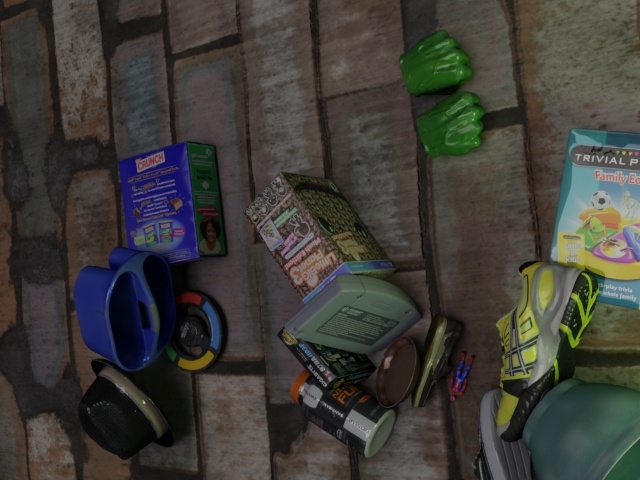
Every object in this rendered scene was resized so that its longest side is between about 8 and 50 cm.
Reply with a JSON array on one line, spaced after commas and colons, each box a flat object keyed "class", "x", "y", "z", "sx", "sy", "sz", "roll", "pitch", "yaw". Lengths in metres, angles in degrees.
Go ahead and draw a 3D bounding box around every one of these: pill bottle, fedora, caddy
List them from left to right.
[{"class": "fedora", "x": -0.557, "y": 0.488, "z": 1.970, "sx": 0.334, "sy": 0.152, "sz": 0.334, "roll": 28, "pitch": 144, "yaw": 23}, {"class": "caddy", "x": -0.497, "y": 0.180, "z": 1.892, "sx": 0.179, "sy": 0.241, "sz": 0.341, "roll": 15, "pitch": 124, "yaw": 26}, {"class": "pill bottle", "x": 0.046, "y": 0.401, "z": 1.710, "sx": 0.245, "sy": 0.130, "sz": 0.130, "roll": 26, "pitch": 103, "yaw": 28}]

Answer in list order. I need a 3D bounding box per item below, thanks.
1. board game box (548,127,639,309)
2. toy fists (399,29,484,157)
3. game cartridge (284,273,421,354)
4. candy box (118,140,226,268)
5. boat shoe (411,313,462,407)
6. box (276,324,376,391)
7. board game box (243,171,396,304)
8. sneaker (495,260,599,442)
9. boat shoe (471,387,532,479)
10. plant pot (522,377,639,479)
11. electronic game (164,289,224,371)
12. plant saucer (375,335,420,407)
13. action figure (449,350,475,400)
[{"class": "board game box", "x": 0.599, "y": -0.041, "z": 1.408, "sx": 0.254, "sy": 0.079, "sz": 0.336, "roll": 10, "pitch": 95, "yaw": 30}, {"class": "toy fists", "x": 0.282, "y": -0.325, "z": 1.592, "sx": 0.142, "sy": 0.096, "sz": 0.279, "roll": -20, "pitch": 81, "yaw": 40}, {"class": "game cartridge", "x": 0.086, "y": 0.166, "z": 1.597, "sx": 0.198, "sy": 0.297, "sz": 0.062, "roll": -46, "pitch": 49, "yaw": 20}, {"class": "candy box", "x": -0.414, "y": -0.092, "z": 1.991, "sx": 0.268, "sy": 0.122, "sz": 0.317, "roll": -9, "pitch": 87, "yaw": 32}, {"class": "boat shoe", "x": 0.262, "y": 0.278, "z": 1.612, "sx": 0.073, "sy": 0.080, "sz": 0.223, "roll": 14, "pitch": 100, "yaw": -2}, {"class": "box", "x": 0.020, "y": 0.261, "z": 1.673, "sx": 0.175, "sy": 0.220, "sz": 0.051, "roll": 47, "pitch": 107, "yaw": 22}, {"class": "board game box", "x": 0.000, "y": 0.000, "z": 1.678, "sx": 0.141, "sy": 0.232, "sz": 0.291, "roll": -43, "pitch": 70, "yaw": 23}, {"class": "sneaker", "x": 0.425, "y": 0.220, "z": 1.435, "sx": 0.147, "sy": 0.145, "sz": 0.385, "roll": 28, "pitch": 107, "yaw": 39}, {"class": "boat shoe", "x": 0.375, "y": 0.488, "z": 1.519, "sx": 0.119, "sy": 0.121, "sz": 0.335, "roll": -28, "pitch": 63, "yaw": 52}, {"class": "plant pot", "x": 0.514, "y": 0.386, "z": 1.359, "sx": 0.196, "sy": 0.293, "sz": 0.293, "roll": 41, "pitch": 111, "yaw": 43}, {"class": "electronic game", "x": -0.361, "y": 0.253, "z": 2.002, "sx": 0.229, "sy": 0.048, "sz": 0.229, "roll": 0, "pitch": 91, "yaw": 31}, {"class": "plant saucer", "x": 0.181, "y": 0.303, "z": 1.641, "sx": 0.168, "sy": 0.029, "sz": 0.168, "roll": -52, "pitch": 26, "yaw": 38}, {"class": "action figure", "x": 0.314, "y": 0.308, "z": 1.610, "sx": 0.038, "sy": 0.030, "sz": 0.115, "roll": 20, "pitch": 102, "yaw": 24}]
